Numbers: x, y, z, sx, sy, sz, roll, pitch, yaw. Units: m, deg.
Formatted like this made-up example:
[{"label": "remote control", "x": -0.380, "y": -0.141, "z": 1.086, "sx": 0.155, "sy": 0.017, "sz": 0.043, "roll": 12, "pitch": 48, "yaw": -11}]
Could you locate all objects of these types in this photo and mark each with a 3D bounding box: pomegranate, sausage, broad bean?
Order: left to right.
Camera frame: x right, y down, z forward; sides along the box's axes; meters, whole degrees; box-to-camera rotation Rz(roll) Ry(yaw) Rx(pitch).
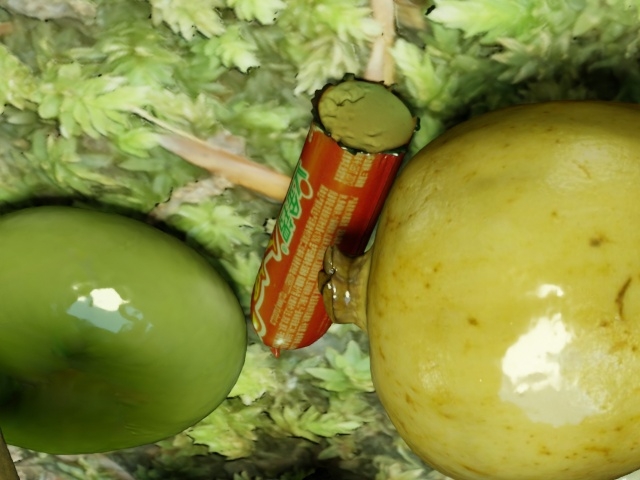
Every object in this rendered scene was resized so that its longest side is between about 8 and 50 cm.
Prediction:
[{"label": "broad bean", "x": -0.201, "y": 0.075, "z": 1.415, "sx": 0.291, "sy": 0.119, "sz": 0.238, "roll": -8, "pitch": 129, "yaw": 15}, {"label": "sausage", "x": 0.000, "y": 0.000, "z": 1.343, "sx": 0.083, "sy": 0.083, "sz": 0.264, "roll": 15, "pitch": 134, "yaw": -6}, {"label": "pomegranate", "x": 0.166, "y": 0.032, "z": 1.214, "sx": 0.307, "sy": 0.307, "sz": 0.307, "roll": 4, "pitch": 134, "yaw": 4}]

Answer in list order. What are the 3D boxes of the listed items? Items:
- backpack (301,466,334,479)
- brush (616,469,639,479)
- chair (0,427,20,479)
[{"label": "backpack", "x": -0.021, "y": 0.355, "z": 1.568, "sx": 0.363, "sy": 0.255, "sz": 0.446, "roll": -4, "pitch": 146, "yaw": 13}, {"label": "brush", "x": 0.299, "y": 0.172, "z": 1.403, "sx": 0.266, "sy": 0.166, "sz": 0.174, "roll": 4, "pitch": 134, "yaw": 2}, {"label": "chair", "x": -0.408, "y": 0.041, "z": 1.323, "sx": 0.240, "sy": 0.416, "sz": 0.203, "roll": 5, "pitch": 146, "yaw": -42}]
